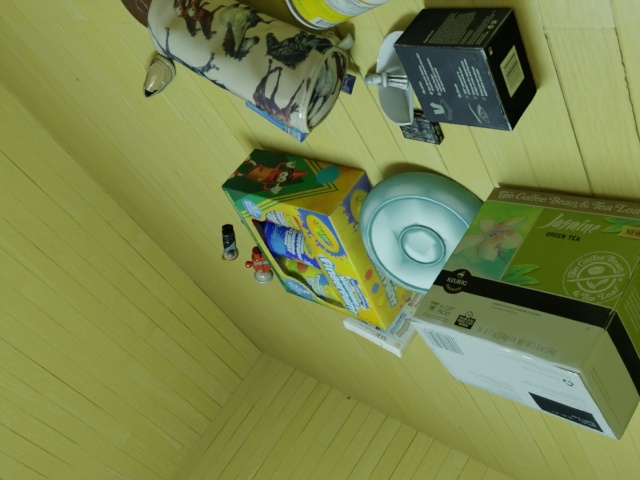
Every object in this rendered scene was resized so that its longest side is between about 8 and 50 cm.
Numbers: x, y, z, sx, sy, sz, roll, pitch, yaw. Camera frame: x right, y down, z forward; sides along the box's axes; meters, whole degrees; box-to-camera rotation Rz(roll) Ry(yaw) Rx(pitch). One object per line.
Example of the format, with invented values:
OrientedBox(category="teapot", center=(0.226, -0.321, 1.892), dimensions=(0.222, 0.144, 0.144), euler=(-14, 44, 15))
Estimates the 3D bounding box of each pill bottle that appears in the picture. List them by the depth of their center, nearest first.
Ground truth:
OrientedBox(category="pill bottle", center=(0.044, -0.385, 0.987), dimensions=(0.117, 0.117, 0.215), euler=(46, 158, -24))

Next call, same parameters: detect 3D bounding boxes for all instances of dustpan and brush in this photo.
OrientedBox(category="dustpan and brush", center=(0.112, -0.275, 1.170), dimensions=(0.060, 0.147, 0.211), euler=(-3, -166, -1))

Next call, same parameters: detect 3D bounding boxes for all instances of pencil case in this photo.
OrientedBox(category="pencil case", center=(-0.137, -0.361, 1.274), dimensions=(0.410, 0.183, 0.160), euler=(31, 178, 19))

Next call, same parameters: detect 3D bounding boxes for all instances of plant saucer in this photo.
OrientedBox(category="plant saucer", center=(0.222, 0.003, 1.467), dimensions=(0.318, 0.043, 0.317), euler=(16, 131, 20))
OrientedBox(category="plant saucer", center=(-0.383, -0.524, 1.512), dimensions=(0.199, 0.036, 0.198), euler=(33, 160, 14))

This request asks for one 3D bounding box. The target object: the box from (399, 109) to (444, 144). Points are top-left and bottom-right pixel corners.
OrientedBox(category="box", center=(0.184, -0.213, 1.280), dimensions=(0.083, 0.018, 0.067), euler=(19, 154, 40))

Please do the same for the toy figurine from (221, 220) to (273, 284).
OrientedBox(category="toy figurine", center=(-0.183, 0.008, 2.096), dimensions=(0.210, 0.213, 0.148), euler=(27, 144, 24))

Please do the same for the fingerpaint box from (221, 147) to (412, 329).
OrientedBox(category="fingerpaint box", center=(0.000, 0.000, 1.789), dimensions=(0.371, 0.163, 0.444), euler=(17, 148, 38))

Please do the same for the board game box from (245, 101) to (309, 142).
OrientedBox(category="board game box", center=(-0.085, -0.315, 1.459), dimensions=(0.160, 0.047, 0.210), euler=(35, 160, 8))

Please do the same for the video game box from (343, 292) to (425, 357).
OrientedBox(category="video game box", center=(0.195, 0.193, 1.890), dimensions=(0.187, 0.205, 0.048), euler=(26, 156, 27))

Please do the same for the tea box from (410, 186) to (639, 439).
OrientedBox(category="tea box", center=(0.398, 0.106, 1.184), dimensions=(0.329, 0.323, 0.220), euler=(12, 149, 47))

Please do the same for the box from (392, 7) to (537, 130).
OrientedBox(category="box", center=(0.217, -0.256, 1.022), dimensions=(0.158, 0.093, 0.156), euler=(17, 152, 41))

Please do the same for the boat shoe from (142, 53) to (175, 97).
OrientedBox(category="boat shoe", center=(-0.423, -0.413, 1.768), dimensions=(0.068, 0.072, 0.190), euler=(40, 160, -7))
